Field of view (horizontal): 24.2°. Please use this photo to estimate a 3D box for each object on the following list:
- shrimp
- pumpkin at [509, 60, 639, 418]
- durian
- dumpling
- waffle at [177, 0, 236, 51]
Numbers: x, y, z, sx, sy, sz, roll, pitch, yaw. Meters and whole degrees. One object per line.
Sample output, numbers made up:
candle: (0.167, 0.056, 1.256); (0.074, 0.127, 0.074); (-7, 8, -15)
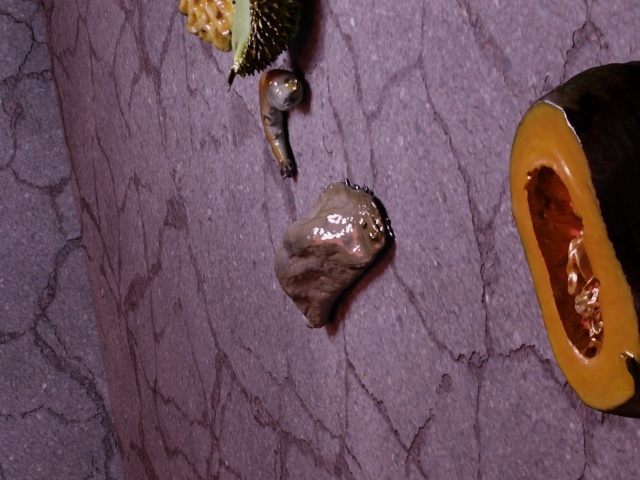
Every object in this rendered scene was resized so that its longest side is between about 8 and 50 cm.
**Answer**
shrimp: (-0.056, -0.170, 2.201); (0.161, 0.049, 0.166); (-167, 68, -70)
pumpkin: (0.276, -0.005, 1.297); (0.222, 0.139, 0.317); (138, 123, -69)
durian: (-0.067, -0.314, 2.099); (0.095, 0.137, 0.221); (32, 133, 17)
dumpling: (-0.002, 0.004, 2.091); (0.166, 0.086, 0.332); (70, 153, 19)
waffle: (-0.173, -0.448, 2.365); (0.301, 0.058, 0.282); (-135, 40, -54)
